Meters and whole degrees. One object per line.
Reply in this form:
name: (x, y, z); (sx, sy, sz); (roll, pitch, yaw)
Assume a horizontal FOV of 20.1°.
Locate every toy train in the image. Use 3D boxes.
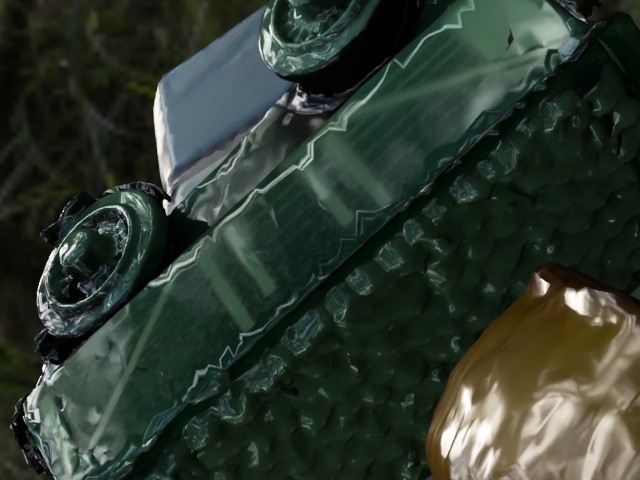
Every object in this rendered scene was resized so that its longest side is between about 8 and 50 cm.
toy train: (0.000, 0.000, 0.623); (0.115, 0.269, 0.154); (45, -176, -38)

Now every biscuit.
biscuit: (0.154, 0.114, 0.442); (0.102, 0.296, 0.296); (-56, 10, 1)

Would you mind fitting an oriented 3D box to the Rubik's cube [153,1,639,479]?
Rubik's cube: (0.046, -0.015, 0.813); (0.180, 0.183, 0.167); (47, -162, -39)
